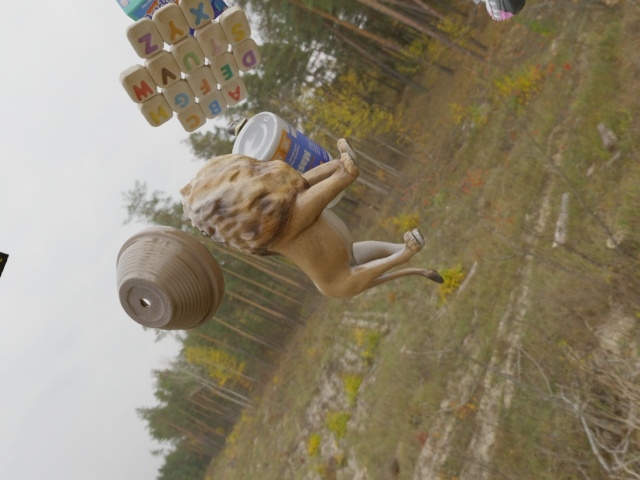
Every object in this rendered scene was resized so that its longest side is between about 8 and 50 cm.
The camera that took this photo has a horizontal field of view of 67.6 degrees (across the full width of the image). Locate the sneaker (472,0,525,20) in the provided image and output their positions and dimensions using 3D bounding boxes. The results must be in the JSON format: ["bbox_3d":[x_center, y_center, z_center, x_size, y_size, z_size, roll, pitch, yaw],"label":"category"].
[{"bbox_3d":[0.309,-0.431,0.800,0.178,0.077,0.072,-98,-15,-48],"label":"sneaker"}]

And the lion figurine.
[{"bbox_3d":[0.000,0.000,0.716,0.240,0.392,0.142,-35,28,16],"label":"lion figurine"}]

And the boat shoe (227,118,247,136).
[{"bbox_3d":[-0.277,-0.381,1.594,0.152,0.049,0.056,-89,11,-70],"label":"boat shoe"}]

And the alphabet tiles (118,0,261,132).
[{"bbox_3d":[-0.257,-0.351,0.978,0.284,0.021,0.278,-35,-29,-9],"label":"alphabet tiles"}]

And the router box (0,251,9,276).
[{"bbox_3d":[-0.483,0.049,0.548,0.046,0.178,0.133,-13,60,44],"label":"router box"}]

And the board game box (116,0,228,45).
[{"bbox_3d":[-0.304,-0.500,1.008,0.160,0.047,0.210,-37,-5,11],"label":"board game box"}]

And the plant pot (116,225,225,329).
[{"bbox_3d":[-0.323,0.099,0.961,0.238,0.237,0.110,-62,-2,31],"label":"plant pot"}]

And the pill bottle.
[{"bbox_3d":[-0.062,-0.176,1.144,0.152,0.272,0.153,-21,57,36],"label":"pill bottle"}]
